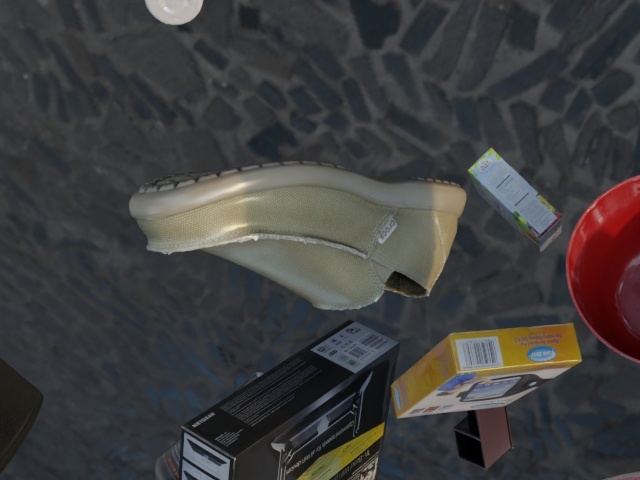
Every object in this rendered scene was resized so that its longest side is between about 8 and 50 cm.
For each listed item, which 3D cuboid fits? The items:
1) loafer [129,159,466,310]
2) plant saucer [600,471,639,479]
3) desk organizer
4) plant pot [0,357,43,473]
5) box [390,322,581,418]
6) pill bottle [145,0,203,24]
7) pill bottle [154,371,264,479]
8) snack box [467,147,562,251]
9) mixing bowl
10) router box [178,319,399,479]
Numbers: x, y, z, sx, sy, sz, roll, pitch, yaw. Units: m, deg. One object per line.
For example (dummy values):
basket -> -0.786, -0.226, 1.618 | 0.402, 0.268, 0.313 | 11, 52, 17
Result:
loafer -> 0.000, 0.000, 0.682 | 0.102, 0.269, 0.092 | -2, 88, 48
plant saucer -> 0.413, 0.421, 1.499 | 0.332, 0.332, 0.084 | -23, 91, 46
desk organizer -> 0.179, 0.192, 1.197 | 0.047, 0.050, 0.130 | 16, 128, 44
plant pot -> -0.418, 0.208, 1.148 | 0.187, 0.167, 0.188 | 40, 117, 1
box -> 0.099, 0.087, 0.671 | 0.081, 0.028, 0.136 | -4, 157, -15
pill bottle -> -0.167, -0.302, 1.224 | 0.067, 0.120, 0.067 | -1, 122, -2
pill bottle -> -0.134, 0.303, 1.428 | 0.130, 0.246, 0.130 | 50, -179, -1
snack box -> 0.205, -0.040, 1.097 | 0.100, 0.037, 0.141 | 47, -176, 13
mixing bowl -> 0.314, 0.039, 0.936 | 0.182, 0.181, 0.098 | 15, 164, 21
router box -> -0.036, 0.263, 1.237 | 0.081, 0.309, 0.242 | 24, 122, 30
